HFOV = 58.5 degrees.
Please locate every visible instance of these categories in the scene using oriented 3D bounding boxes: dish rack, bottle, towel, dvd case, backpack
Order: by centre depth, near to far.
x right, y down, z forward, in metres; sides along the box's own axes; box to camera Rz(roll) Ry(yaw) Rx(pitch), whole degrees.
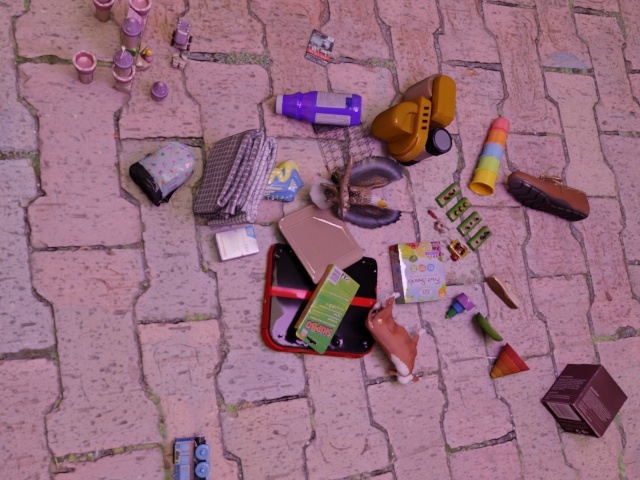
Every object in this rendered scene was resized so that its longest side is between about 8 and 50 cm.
[{"bbox_3d":[-0.265,-0.188,1.713,0.121,0.235,0.283,28,72,-35],"label":"towel"},{"bbox_3d":[-0.460,-0.210,1.716,0.182,0.115,0.152,-38,92,-25],"label":"backpack"},{"bbox_3d":[-0.005,-0.444,1.909,0.283,0.092,0.118,4,42,0],"label":"bottle"},{"bbox_3d":[0.095,-0.337,1.974,0.208,0.074,0.271,-17,86,-24],"label":"dish rack"},{"bbox_3d":[-0.002,-0.684,2.033,0.087,0.013,0.119,19,75,-17],"label":"dvd case"}]

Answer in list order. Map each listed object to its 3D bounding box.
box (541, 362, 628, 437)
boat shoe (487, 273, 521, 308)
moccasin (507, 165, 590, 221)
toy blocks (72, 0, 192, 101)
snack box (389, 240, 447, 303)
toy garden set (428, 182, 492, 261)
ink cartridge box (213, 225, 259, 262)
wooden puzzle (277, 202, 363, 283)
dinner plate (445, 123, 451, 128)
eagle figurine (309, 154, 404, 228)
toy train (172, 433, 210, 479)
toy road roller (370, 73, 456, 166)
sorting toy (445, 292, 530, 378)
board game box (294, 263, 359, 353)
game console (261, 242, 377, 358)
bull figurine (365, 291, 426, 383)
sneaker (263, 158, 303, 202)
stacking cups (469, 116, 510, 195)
[{"bbox_3d":[0.960,0.579,2.083,0.203,0.168,0.167,-42,95,-22],"label":"box"},{"bbox_3d":[0.683,0.178,2.113,0.170,0.063,0.059,49,65,-17],"label":"boat shoe"},{"bbox_3d":[0.889,-0.195,2.218,0.380,0.139,0.146,15,69,-15],"label":"moccasin"},{"bbox_3d":[-0.537,-0.595,1.678,0.309,0.260,0.288,13,75,-18],"label":"toy blocks"},{"bbox_3d":[0.341,0.111,1.987,0.175,0.070,0.206,-4,83,-22],"label":"snack box"},{"bbox_3d":[0.506,-0.063,2.093,0.204,0.049,0.244,-40,95,-23],"label":"toy garden set"},{"bbox_3d":[-0.264,0.012,1.783,0.123,0.052,0.088,-13,85,-24],"label":"ink cartridge box"},{"bbox_3d":[0.000,0.000,1.869,0.221,0.044,0.238,-27,84,-32],"label":"wooden puzzle"},{"bbox_3d":[0.442,-0.486,2.164,0.141,0.017,0.141,4,78,-20],"label":"dinner plate"},{"bbox_3d":[0.141,-0.150,1.865,0.225,0.226,0.298,55,30,14],"label":"eagle figurine"},{"bbox_3d":[-0.365,0.644,1.616,0.105,0.080,0.184,0,82,-12],"label":"toy train"},{"bbox_3d":[0.315,-0.433,1.983,0.241,0.203,0.329,17,73,-30],"label":"toy road roller"},{"bbox_3d":[0.578,0.357,2.034,0.126,0.127,0.365,-42,94,7],"label":"sorting toy"},{"bbox_3d":[0.019,0.213,1.785,0.124,0.039,0.259,41,63,-25],"label":"board game box"},{"bbox_3d":[0.006,0.199,1.857,0.387,0.060,0.341,9,71,-20],"label":"game console"},{"bbox_3d":[0.254,0.323,1.873,0.310,0.101,0.188,56,44,-26],"label":"bull figurine"},{"bbox_3d":[-0.149,-0.163,1.839,0.240,0.091,0.126,-35,94,-24],"label":"sneaker"},{"bbox_3d":[0.661,-0.324,2.184,0.096,0.096,0.316,30,68,-13],"label":"stacking cups"}]
